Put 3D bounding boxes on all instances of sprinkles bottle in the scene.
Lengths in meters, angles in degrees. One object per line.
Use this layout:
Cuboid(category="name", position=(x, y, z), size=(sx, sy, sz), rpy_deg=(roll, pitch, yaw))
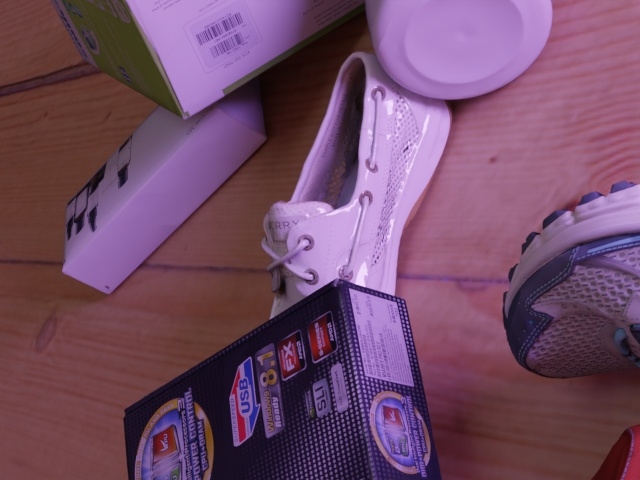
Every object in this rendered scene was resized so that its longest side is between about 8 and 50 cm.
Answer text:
Cuboid(category="sprinkles bottle", position=(0.080, -0.262, 0.924), size=(0.121, 0.121, 0.355), rpy_deg=(-39, 38, 31))

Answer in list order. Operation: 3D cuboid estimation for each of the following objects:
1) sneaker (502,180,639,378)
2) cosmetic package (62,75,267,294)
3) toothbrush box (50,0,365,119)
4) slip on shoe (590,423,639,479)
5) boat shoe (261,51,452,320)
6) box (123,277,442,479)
Cuboid(category="sneaker", position=(0.194, 0.033, 0.555), size=(0.283, 0.110, 0.122), rpy_deg=(-24, 51, 44))
Cuboid(category="cosmetic package", position=(-0.149, -0.062, 1.144), size=(0.239, 0.060, 0.099), rpy_deg=(-42, 38, 27))
Cuboid(category="toothbrush box", position=(-0.110, -0.234, 1.090), size=(0.206, 0.122, 0.283), rpy_deg=(-34, 31, -15))
Cuboid(category="slip on shoe", position=(0.048, 0.196, 0.543), size=(0.101, 0.123, 0.331), rpy_deg=(42, 81, 16))
Cuboid(category="boat shoe", position=(0.000, 0.000, 0.854), size=(0.098, 0.096, 0.277), rpy_deg=(0, 67, 51))
Cuboid(category="box", position=(-0.021, 0.189, 0.724), size=(0.216, 0.060, 0.270), rpy_deg=(-32, 55, 36))
